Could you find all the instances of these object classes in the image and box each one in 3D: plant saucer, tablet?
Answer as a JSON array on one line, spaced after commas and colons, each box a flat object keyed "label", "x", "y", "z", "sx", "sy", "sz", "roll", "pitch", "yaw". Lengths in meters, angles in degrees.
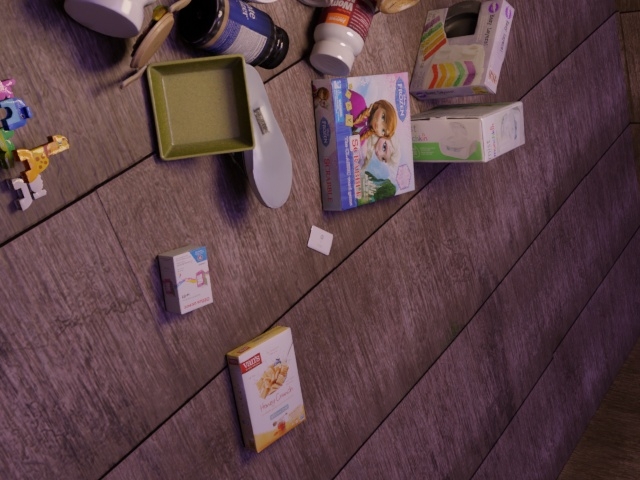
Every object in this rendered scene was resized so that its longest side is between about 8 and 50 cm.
[{"label": "plant saucer", "x": -0.233, "y": -0.262, "z": 1.571, "sx": 0.189, "sy": 0.045, "sz": 0.188, "roll": -8, "pitch": 104, "yaw": -8}, {"label": "tablet", "x": 0.000, "y": 0.000, "z": 1.959, "sx": 0.083, "sy": 0.006, "sz": 0.054, "roll": 25, "pitch": 75, "yaw": -48}]

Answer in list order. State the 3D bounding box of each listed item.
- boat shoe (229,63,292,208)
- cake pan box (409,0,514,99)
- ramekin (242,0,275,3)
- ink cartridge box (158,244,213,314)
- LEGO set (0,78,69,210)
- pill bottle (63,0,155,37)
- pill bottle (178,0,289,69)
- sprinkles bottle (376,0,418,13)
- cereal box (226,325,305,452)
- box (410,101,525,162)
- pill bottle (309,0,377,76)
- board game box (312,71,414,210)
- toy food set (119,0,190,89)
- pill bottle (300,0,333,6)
[{"label": "boat shoe", "x": -0.153, "y": -0.213, "z": 1.683, "sx": 0.113, "sy": 0.105, "sz": 0.306, "roll": -35, "pitch": 113, "yaw": -37}, {"label": "cake pan box", "x": 0.381, "y": -0.516, "z": 2.164, "sx": 0.070, "sy": 0.246, "sz": 0.266, "roll": 28, "pitch": 74, "yaw": -48}, {"label": "ramekin", "x": -0.156, "y": -0.584, "z": 1.633, "sx": 0.207, "sy": 0.109, "sz": 0.207, "roll": -6, "pitch": 98, "yaw": -49}, {"label": "ink cartridge box", "x": -0.271, "y": 0.078, "z": 1.615, "sx": 0.089, "sy": 0.052, "sz": 0.122, "roll": -21, "pitch": 111, "yaw": -47}, {"label": "LEGO set", "x": -0.479, "y": -0.169, "z": 1.319, "sx": 0.093, "sy": 0.087, "sz": 0.227, "roll": -34, "pitch": 120, "yaw": -42}, {"label": "pill bottle", "x": -0.339, "y": -0.507, "z": 1.388, "sx": 0.162, "sy": 0.162, "sz": 0.278, "roll": 25, "pitch": 76, "yaw": -48}, {"label": "pill bottle", "x": -0.170, "y": -0.423, "z": 1.625, "sx": 0.219, "sy": 0.123, "sz": 0.122, "roll": 11, "pitch": 86, "yaw": -50}, {"label": "sprinkles bottle", "x": 0.120, "y": -0.696, "z": 1.822, "sx": 0.121, "sy": 0.121, "sz": 0.355, "roll": -8, "pitch": 72, "yaw": -49}, {"label": "cereal box", "x": -0.120, "y": 0.335, "z": 1.823, "sx": 0.173, "sy": 0.047, "sz": 0.240, "roll": -26, "pitch": 114, "yaw": -45}, {"label": "box", "x": 0.384, "y": -0.298, "z": 2.180, "sx": 0.231, "sy": 0.262, "sz": 0.126, "roll": -27, "pitch": 115, "yaw": -46}, {"label": "pill bottle", "x": 0.054, "y": -0.506, "z": 1.878, "sx": 0.121, "sy": 0.121, "sz": 0.221, "roll": 34, "pitch": 68, "yaw": -46}, {"label": "board game box", "x": 0.117, "y": -0.257, "z": 2.022, "sx": 0.318, "sy": 0.066, "sz": 0.318, "roll": -19, "pitch": 108, "yaw": -47}, {"label": "toy food set", "x": -0.308, "y": -0.364, "z": 1.432, "sx": 0.039, "sy": 0.192, "sz": 0.132, "roll": 37, "pitch": 25, "yaw": -9}, {"label": "pill bottle", "x": 0.000, "y": -0.629, "z": 1.822, "sx": 0.094, "sy": 0.094, "sz": 0.169, "roll": 21, "pitch": 78, "yaw": -49}]
